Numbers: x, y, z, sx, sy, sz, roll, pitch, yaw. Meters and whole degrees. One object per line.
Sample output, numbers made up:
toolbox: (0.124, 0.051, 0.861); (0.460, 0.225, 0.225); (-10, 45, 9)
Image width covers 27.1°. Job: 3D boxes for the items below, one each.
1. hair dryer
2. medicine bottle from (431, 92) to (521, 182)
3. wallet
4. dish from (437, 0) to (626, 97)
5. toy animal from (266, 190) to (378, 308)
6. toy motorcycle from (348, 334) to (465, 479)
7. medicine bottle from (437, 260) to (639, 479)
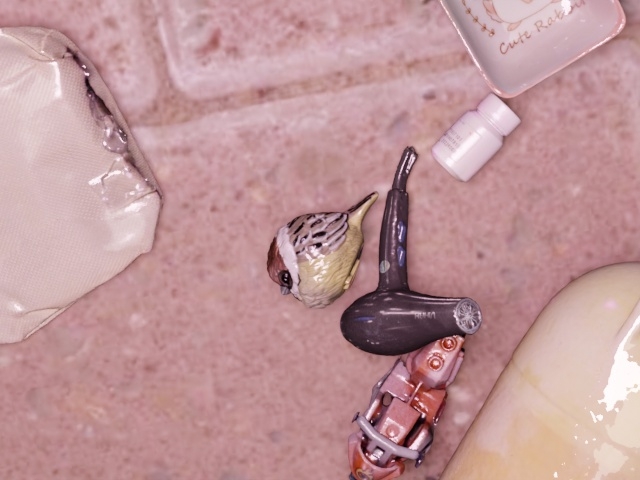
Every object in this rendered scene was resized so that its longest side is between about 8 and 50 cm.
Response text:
hair dryer: (0.092, 0.007, 1.353); (0.075, 0.195, 0.219); (9, 78, -32)
medicine bottle: (0.160, -0.106, 1.364); (0.052, 0.052, 0.089); (43, 99, -9)
wallet: (-0.323, -0.067, 1.363); (0.274, 0.068, 0.335); (-23, 108, 8)
dish: (0.187, -0.265, 1.318); (0.151, 0.077, 0.212); (-31, 101, 7)
toy animal: (0.000, 0.000, 1.368); (0.098, 0.098, 0.137); (22, 90, -5)
toy motorcycle: (0.091, 0.176, 1.390); (0.084, 0.118, 0.212); (33, 100, 5)
medicine bottle: (0.294, 0.176, 1.334); (0.235, 0.236, 0.406); (29, 101, -7)
